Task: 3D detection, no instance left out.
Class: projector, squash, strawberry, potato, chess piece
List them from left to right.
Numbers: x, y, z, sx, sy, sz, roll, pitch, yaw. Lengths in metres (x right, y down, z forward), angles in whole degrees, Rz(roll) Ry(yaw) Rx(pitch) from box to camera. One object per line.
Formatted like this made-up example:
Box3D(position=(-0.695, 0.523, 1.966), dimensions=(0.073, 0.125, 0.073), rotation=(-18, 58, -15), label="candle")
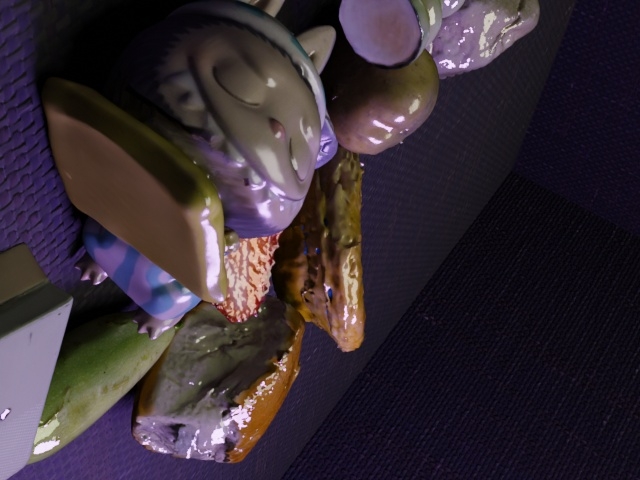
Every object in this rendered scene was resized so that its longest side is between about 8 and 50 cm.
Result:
Box3D(position=(-0.342, 0.100, 0.833), dimensions=(0.163, 0.177, 0.243), rotation=(-37, 153, -58), label="projector")
Box3D(position=(-0.293, 0.162, 1.206), dimensions=(0.370, 0.118, 0.118), rotation=(-39, 154, -55), label="squash")
Box3D(position=(-0.138, -0.032, 1.275), dimensions=(0.188, 0.106, 0.286), rotation=(-20, 120, -41), label="strawberry")
Box3D(position=(0.070, -0.248, 1.408), dimensions=(0.192, 0.141, 0.296), rotation=(-52, -150, 23), label="potato")
Box3D(position=(0.146, -0.345, 1.291), dimensions=(0.243, 0.133, 0.133), rotation=(-43, 157, -36), label="chess piece")

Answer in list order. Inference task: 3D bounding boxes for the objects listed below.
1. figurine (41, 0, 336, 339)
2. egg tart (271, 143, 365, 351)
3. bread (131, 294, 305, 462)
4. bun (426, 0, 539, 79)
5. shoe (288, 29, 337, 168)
Box3D(position=(-0.090, -0.111, 1.064), dimensions=(0.377, 0.266, 0.361), rotation=(-40, 169, -30), label="figurine")
Box3D(position=(0.000, 0.000, 1.563), dimensions=(0.388, 0.168, 0.388), rotation=(-4, 90, -86), label="egg tart")
Box3D(position=(-0.166, 0.215, 1.468), dimensions=(0.250, 0.224, 0.279), rotation=(94, 21, -69), label="bread")
Box3D(position=(0.227, -0.400, 1.581), dimensions=(0.281, 0.281, 0.205), rotation=(-45, 119, -42), label="bun")
Box3D(position=(-0.051, -0.222, 1.291), dimensions=(0.095, 0.138, 0.245), rotation=(-24, 133, 4), label="shoe")
